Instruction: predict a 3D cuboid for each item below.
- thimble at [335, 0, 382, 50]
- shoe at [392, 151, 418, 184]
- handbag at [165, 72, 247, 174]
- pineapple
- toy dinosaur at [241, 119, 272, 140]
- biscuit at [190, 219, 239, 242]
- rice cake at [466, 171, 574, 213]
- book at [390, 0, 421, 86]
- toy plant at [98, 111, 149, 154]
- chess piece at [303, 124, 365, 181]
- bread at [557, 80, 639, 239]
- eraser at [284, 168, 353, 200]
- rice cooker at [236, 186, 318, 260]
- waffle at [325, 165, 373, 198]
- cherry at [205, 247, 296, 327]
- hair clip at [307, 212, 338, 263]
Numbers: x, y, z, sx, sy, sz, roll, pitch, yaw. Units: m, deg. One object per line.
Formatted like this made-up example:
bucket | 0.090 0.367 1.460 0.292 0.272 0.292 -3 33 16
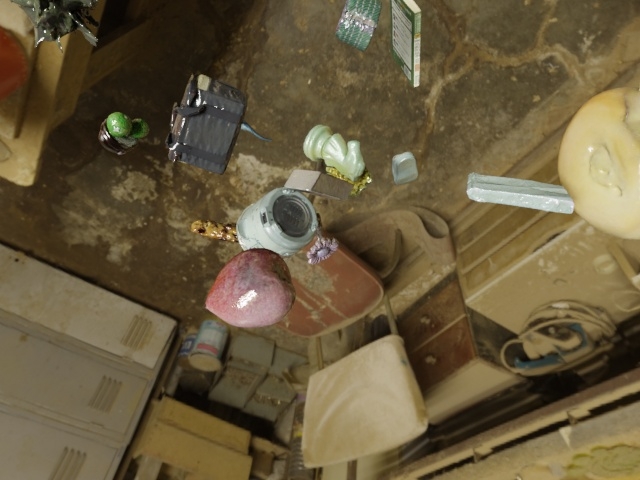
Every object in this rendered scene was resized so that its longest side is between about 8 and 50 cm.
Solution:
thimble | 0.094 -0.546 1.052 0.090 0.135 0.118 17 140 -9
shoe | 0.269 -0.246 1.359 0.079 0.078 0.195 -15 165 8
handbag | -0.326 -0.328 1.185 0.182 0.181 0.254 15 120 -24
pineapple | -0.534 -0.492 0.850 0.166 0.364 0.165 -16 134 -17
toy dinosaur | -0.333 -0.430 1.485 0.329 0.144 0.076 31 112 5
biscuit | -0.427 -0.046 1.948 0.334 0.289 0.081 11 92 -1
rice cake | 0.454 -0.110 0.969 0.226 0.085 0.040 11 129 16
book | 0.273 -0.662 1.363 0.027 0.202 0.264 -19 147 0
toy plant | -0.956 -0.527 2.032 0.235 0.218 0.175 -25 86 28
chess piece | 0.081 -0.398 1.915 0.298 0.176 0.175 33 137 26
bread | 0.771 -0.175 1.007 0.376 0.347 0.253 -9 171 -19
eraser | 0.006 -0.197 1.525 0.111 0.352 0.077 9 93 26
rice cooker | -0.171 -0.052 1.621 0.317 0.264 0.316 -15 171 -3
waffle | 0.131 -0.300 2.015 0.204 0.223 0.054 -28 157 10
cherry | -0.194 0.147 1.218 0.239 0.239 0.206 -26 156 26
hair clip | 0.003 0.003 1.983 0.173 0.069 0.300 -25 137 -12
